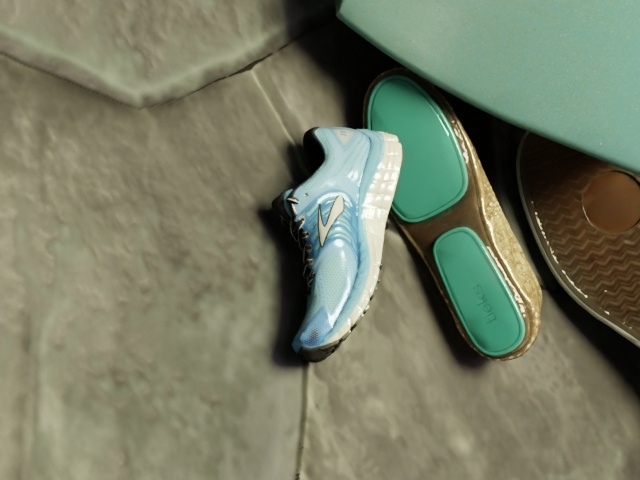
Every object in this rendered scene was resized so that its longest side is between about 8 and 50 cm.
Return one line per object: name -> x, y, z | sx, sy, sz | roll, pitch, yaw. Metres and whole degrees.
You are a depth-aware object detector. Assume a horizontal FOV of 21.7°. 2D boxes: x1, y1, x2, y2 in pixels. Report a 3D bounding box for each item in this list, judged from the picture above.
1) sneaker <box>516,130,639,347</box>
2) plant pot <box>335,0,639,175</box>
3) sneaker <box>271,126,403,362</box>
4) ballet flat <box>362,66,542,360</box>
sneaker -> 0.244, 0.026, 1.208 | 0.290, 0.106, 0.123 | 52, 15, -1
plant pot -> 0.134, -0.172, 1.093 | 0.234, 0.165, 0.165 | 16, 25, -8
sneaker -> 0.000, 0.000, 1.039 | 0.073, 0.063, 0.162 | 17, 62, -10
ballet flat -> 0.089, -0.018, 1.111 | 0.206, 0.073, 0.067 | 68, 23, -1
